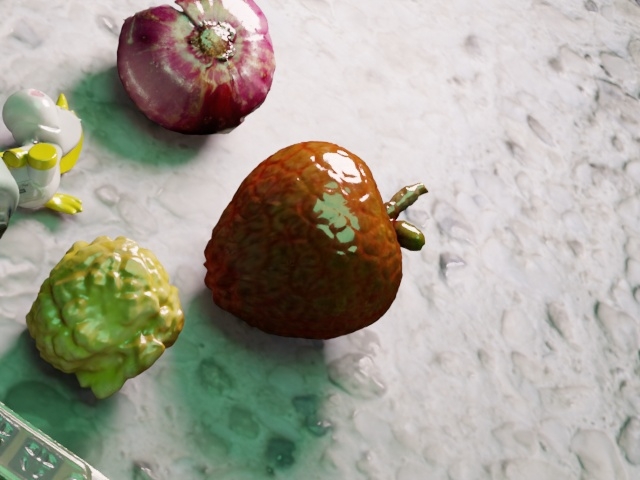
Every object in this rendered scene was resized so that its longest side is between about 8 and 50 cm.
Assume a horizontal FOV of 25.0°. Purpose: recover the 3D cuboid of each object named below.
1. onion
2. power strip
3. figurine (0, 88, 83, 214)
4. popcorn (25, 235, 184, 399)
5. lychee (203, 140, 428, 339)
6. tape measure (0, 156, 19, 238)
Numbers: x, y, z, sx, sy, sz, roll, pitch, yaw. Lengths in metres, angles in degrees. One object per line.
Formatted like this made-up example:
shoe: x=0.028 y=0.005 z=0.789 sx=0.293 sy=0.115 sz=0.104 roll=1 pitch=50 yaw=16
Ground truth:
onion: x=-0.160 y=-0.228 z=1.919 sx=0.207 sy=0.200 sz=0.200 roll=-4 pitch=61 yaw=-50
power strip: x=-0.341 y=0.227 z=1.558 sx=0.286 sy=0.048 sz=0.080 roll=37 pitch=45 yaw=-3
figurine: x=-0.344 y=-0.118 z=1.783 sx=0.129 sy=0.109 sz=0.178 roll=40 pitch=39 yaw=-41
popcorn: x=-0.246 y=0.085 z=1.652 sx=0.180 sy=0.170 sz=0.180 roll=-5 pitch=36 yaw=4
lychee: x=0.000 y=0.000 z=1.812 sx=0.300 sy=0.255 sz=0.255 roll=-8 pitch=63 yaw=-21
tape measure: x=-0.451 y=-0.027 z=1.533 sx=0.259 sy=0.262 sz=0.138 roll=-27 pitch=86 yaw=-42
